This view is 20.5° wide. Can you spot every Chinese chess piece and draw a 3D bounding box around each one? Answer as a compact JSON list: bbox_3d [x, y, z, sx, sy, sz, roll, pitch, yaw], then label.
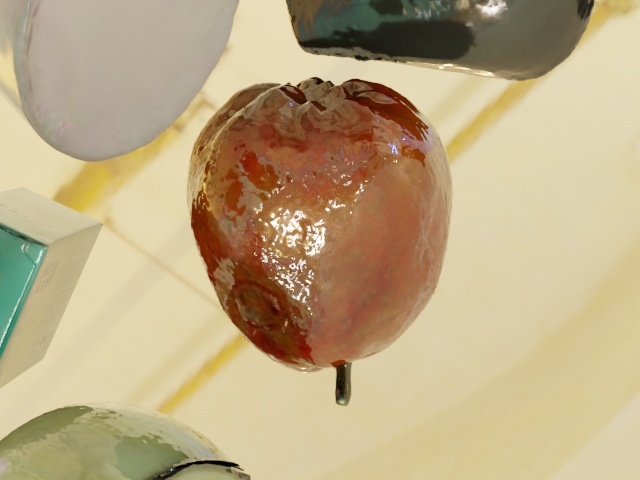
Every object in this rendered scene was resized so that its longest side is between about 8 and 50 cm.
[{"bbox_3d":[-0.187,0.305,1.429,0.349,0.146,0.349,-34,134,-44],"label":"Chinese chess piece"}]

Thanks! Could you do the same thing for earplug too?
[{"bbox_3d":[-0.215,-0.182,1.076,0.172,0.301,0.172,-34,138,-37],"label":"earplug"}]

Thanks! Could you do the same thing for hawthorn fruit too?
[{"bbox_3d":[0.000,0.000,1.412,0.224,0.224,0.260,-158,-118,-80],"label":"hawthorn fruit"}]

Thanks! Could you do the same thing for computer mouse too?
[{"bbox_3d":[0.094,-0.228,1.486,0.100,0.269,0.170,18,81,-65],"label":"computer mouse"}]

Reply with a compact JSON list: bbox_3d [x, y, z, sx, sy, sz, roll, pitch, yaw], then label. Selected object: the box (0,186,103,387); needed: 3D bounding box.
[{"bbox_3d":[-0.285,0.043,1.577,0.245,0.092,0.153,-56,170,-85],"label":"box"}]
